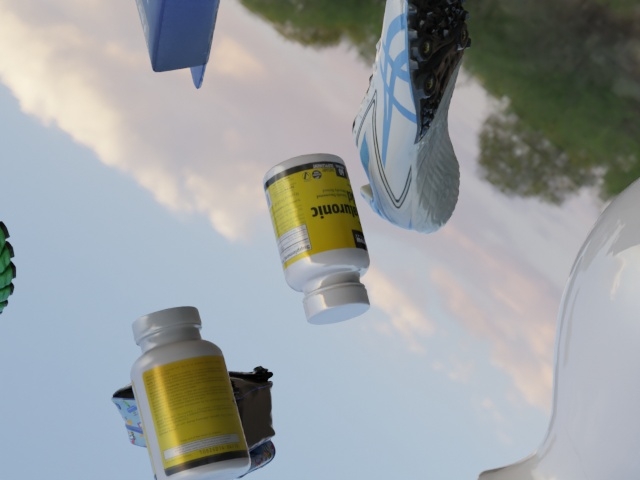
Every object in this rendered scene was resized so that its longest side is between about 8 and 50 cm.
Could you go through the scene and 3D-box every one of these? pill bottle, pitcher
[{"bbox_3d":[0.000,0.000,0.957,0.065,0.065,0.116,14,-122,-57],"label":"pill bottle"},{"bbox_3d":[0.199,0.075,0.672,0.178,0.207,0.125,19,-161,-7],"label":"pitcher"},{"bbox_3d":[-0.143,0.168,1.381,0.103,0.103,0.184,11,-121,-60],"label":"pill bottle"}]

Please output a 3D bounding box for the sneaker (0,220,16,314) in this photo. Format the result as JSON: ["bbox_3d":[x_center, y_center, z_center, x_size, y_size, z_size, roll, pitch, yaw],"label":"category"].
[{"bbox_3d":[-0.383,0.066,1.224,0.146,0.343,0.134,-16,-141,-44],"label":"sneaker"}]

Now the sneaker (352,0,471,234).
[{"bbox_3d":[0.059,-0.104,0.957,0.086,0.237,0.085,22,-133,24],"label":"sneaker"}]

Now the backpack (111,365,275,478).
[{"bbox_3d":[-0.153,0.212,1.529,0.173,0.116,0.158,-2,-178,16],"label":"backpack"}]

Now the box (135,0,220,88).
[{"bbox_3d":[-0.080,-0.180,0.657,0.225,0.037,0.136,114,142,-66],"label":"box"}]
